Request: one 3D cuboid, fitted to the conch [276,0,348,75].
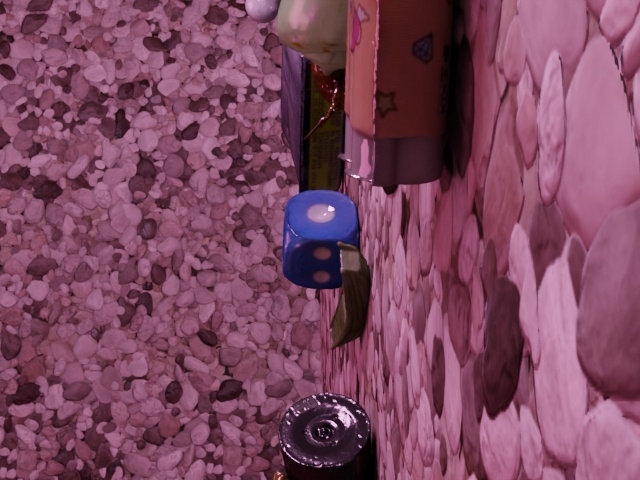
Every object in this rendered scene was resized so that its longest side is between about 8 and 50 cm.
[{"bbox_3d":[0.038,-0.299,0.869,0.137,0.143,0.251,18,98,44],"label":"conch"}]

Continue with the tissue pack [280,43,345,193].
[{"bbox_3d":[-0.016,-0.337,1.888,0.394,0.124,0.288,93,168,-48],"label":"tissue pack"}]

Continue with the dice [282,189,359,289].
[{"bbox_3d":[0.000,0.000,1.556,0.146,0.143,0.146,-92,6,-47],"label":"dice"}]

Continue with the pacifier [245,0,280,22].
[{"bbox_3d":[-0.101,-0.619,1.948,0.226,0.287,0.238,-54,15,4],"label":"pacifier"}]

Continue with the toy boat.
[{"bbox_3d":[0.049,0.103,1.416,0.293,0.055,0.093,94,174,-57],"label":"toy boat"}]

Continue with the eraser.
[{"bbox_3d":[0.061,-0.201,0.666,0.171,0.087,0.291,-94,5,-74],"label":"eraser"}]

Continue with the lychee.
[{"bbox_3d":[0.038,-0.207,1.036,0.140,0.101,0.114,-93,13,-45],"label":"lychee"}]

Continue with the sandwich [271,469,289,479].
[{"bbox_3d":[0.001,0.452,1.276,0.117,0.144,0.187,107,157,-62],"label":"sandwich"}]

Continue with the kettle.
[{"bbox_3d":[0.030,0.388,1.319,0.202,0.144,0.232,43,150,44],"label":"kettle"}]

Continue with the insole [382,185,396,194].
[{"bbox_3d":[0.083,-0.131,1.125,0.328,0.007,0.111,-98,9,-74],"label":"insole"}]
